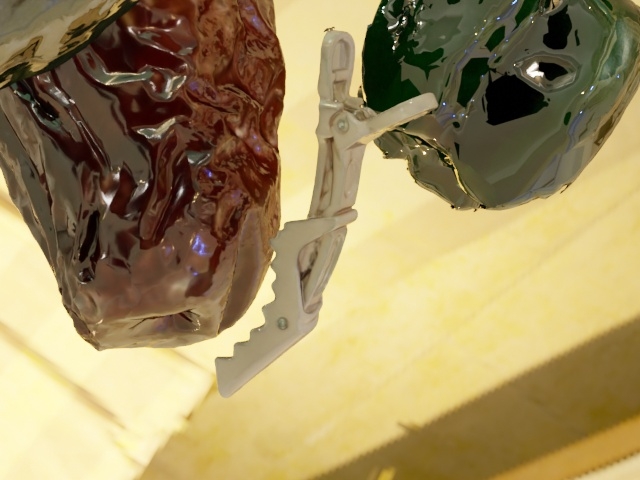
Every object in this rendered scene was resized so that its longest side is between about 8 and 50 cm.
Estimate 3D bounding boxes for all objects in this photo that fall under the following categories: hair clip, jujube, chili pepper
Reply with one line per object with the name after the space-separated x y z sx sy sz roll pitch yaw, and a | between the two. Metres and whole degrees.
0.000 0.000 1.013 0.072 0.034 0.226 28 112 21 | hair clip
-0.119 -0.094 1.155 0.216 0.342 0.216 -9 150 -5 | jujube
0.137 -0.149 1.213 0.174 0.261 0.165 32 172 3 | chili pepper

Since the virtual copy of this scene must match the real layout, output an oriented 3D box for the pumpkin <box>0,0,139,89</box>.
-0.169 -0.196 0.741 0.207 0.300 0.300 18 151 55 | pumpkin
